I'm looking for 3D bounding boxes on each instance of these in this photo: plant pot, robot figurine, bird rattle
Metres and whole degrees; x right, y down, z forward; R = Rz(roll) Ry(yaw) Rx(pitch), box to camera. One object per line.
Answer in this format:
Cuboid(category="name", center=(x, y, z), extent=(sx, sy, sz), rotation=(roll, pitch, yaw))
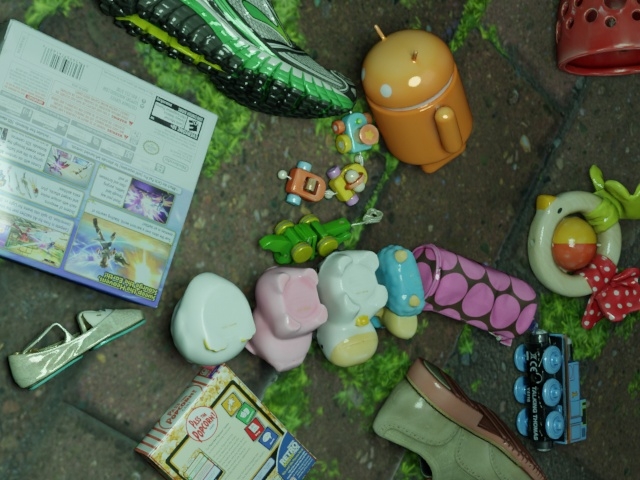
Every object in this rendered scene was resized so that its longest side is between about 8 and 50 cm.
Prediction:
Cuboid(category="plant pot", center=(0.450, -0.349, 1.597), extent=(0.191, 0.191, 0.174), rotation=(0, 88, -33))
Cuboid(category="robot figurine", center=(0.126, -0.188, 1.404), extent=(0.219, 0.128, 0.158), rotation=(62, 30, -48))
Cuboid(category="bird rattle", center=(0.407, 0.012, 1.646), extent=(0.206, 0.143, 0.254), rotation=(2, 103, -22))

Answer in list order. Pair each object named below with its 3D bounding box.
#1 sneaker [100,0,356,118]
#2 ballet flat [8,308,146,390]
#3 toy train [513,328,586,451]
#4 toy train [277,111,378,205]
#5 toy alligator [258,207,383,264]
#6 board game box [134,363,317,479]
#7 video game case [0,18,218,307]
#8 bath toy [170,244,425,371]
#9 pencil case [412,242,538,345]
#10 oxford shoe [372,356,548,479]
Cuboid(category="sneaker", center=(-0.084, -0.258, 1.282), extent=(0.343, 0.134, 0.146), rotation=(31, 74, -29))
Cuboid(category="ballet flat", center=(-0.277, 0.109, 1.212), extent=(0.168, 0.057, 0.052), rotation=(-32, 98, -29))
Cuboid(category="toy train", center=(0.350, 0.225, 1.614), extent=(0.105, 0.080, 0.184), rotation=(-3, 90, -42))
Cuboid(category="toy train", center=(0.021, -0.112, 1.405), extent=(0.125, 0.046, 0.166), rotation=(28, 77, -31))
Cuboid(category="toy alligator", center=(0.000, 0.000, 1.394), extent=(0.189, 0.056, 0.051), rotation=(-14, 138, -32))
Cuboid(category="board game box", center=(-0.114, 0.268, 1.326), extent=(0.147, 0.045, 0.193), rotation=(-49, 115, -22))
Cuboid(category="video game case", center=(-0.274, -0.079, 1.203), extent=(0.269, 0.061, 0.244), rotation=(23, 77, -31))
Cuboid(category="bath toy", center=(-0.036, 0.094, 1.324), extent=(0.348, 0.129, 0.152), rotation=(-7, 86, -35))
Cuboid(category="pencil case", center=(0.213, 0.078, 1.513), extent=(0.209, 0.095, 0.098), rotation=(22, 95, -30))
Cuboid(category="oxford shoe", center=(0.205, 0.300, 1.517), extent=(0.130, 0.123, 0.348), rotation=(-46, 118, 5))
